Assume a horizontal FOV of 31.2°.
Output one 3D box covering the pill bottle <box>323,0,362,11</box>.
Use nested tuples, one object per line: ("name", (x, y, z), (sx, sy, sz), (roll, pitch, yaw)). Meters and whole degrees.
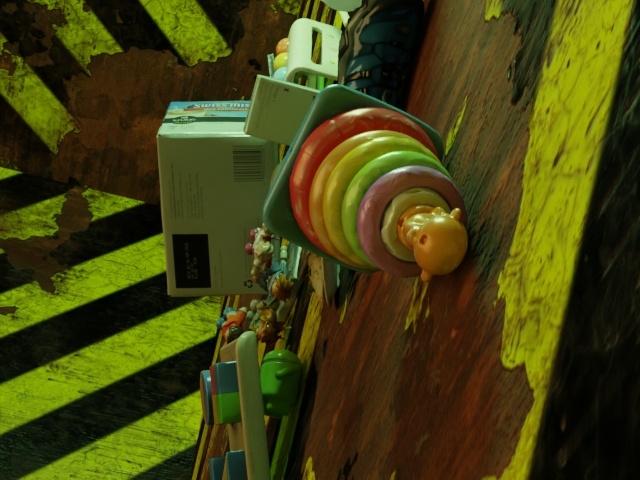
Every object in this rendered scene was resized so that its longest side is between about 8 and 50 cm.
("pill bottle", (0.056, -0.528, 2.099), (0.124, 0.124, 0.221), (114, 167, -53))

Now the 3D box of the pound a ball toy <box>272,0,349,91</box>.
("pound a ball toy", (-0.021, -0.400, 2.396), (0.319, 0.136, 0.208), (-90, 15, -58))

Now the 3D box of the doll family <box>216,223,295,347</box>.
("doll family", (-0.099, 0.102, 2.139), (0.163, 0.118, 0.263), (-136, 64, -74))

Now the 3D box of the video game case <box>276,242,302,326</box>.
("video game case", (-0.053, 0.049, 2.249), (0.201, 0.023, 0.183), (115, 166, -55))

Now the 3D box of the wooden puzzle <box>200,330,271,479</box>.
("wooden puzzle", (-0.139, 0.322, 1.846), (0.348, 0.081, 0.322), (131, 133, -77))

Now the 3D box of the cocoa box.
("cocoa box", (-0.196, -0.089, 2.314), (0.228, 0.232, 0.347), (-90, -1, -66))

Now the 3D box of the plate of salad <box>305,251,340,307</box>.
("plate of salad", (0.000, 0.000, 1.685), (0.200, 0.048, 0.199), (-3, -90, -85))

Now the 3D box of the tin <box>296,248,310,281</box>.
("tin", (0.000, -0.007, 1.920), (0.189, 0.040, 0.106), (112, 164, -47))

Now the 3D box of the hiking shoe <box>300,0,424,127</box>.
("hiking shoe", (0.077, -0.196, 1.555), (0.132, 0.113, 0.304), (52, 128, 42))

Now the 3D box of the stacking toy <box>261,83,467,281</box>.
("stacking toy", (0.074, -0.029, 1.082), (0.175, 0.166, 0.302), (-64, 21, 6))

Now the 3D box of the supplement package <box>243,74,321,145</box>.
("supplement package", (-0.034, -0.213, 1.977), (0.105, 0.179, 0.105), (-121, 45, -80))

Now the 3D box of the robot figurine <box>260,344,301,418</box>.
("robot figurine", (-0.066, 0.228, 1.859), (0.101, 0.067, 0.115), (-39, 38, 58))

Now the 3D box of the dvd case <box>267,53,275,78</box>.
("dvd case", (-0.073, -0.282, 2.506), (0.221, 0.018, 0.164), (59, -158, -65))

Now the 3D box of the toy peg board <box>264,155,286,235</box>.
("toy peg board", (-0.010, -0.094, 1.843), (0.160, 0.079, 0.161), (-48, 23, 35))
